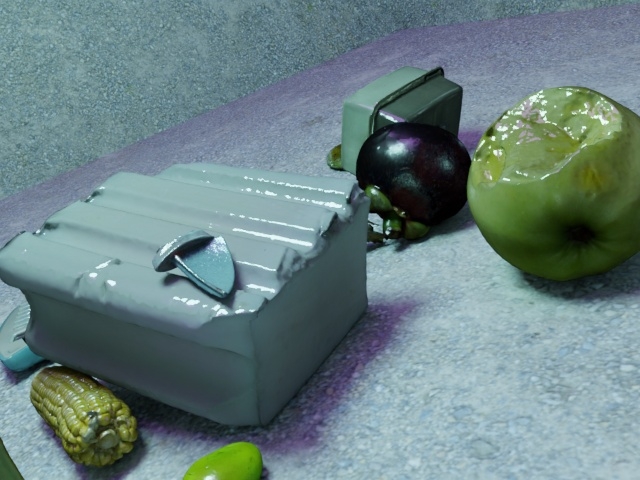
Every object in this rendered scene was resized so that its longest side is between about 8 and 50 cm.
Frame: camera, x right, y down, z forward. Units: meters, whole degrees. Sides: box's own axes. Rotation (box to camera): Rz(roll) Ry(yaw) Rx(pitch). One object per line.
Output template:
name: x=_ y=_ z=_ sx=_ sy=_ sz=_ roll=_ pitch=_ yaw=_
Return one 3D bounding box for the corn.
corn: x=-0.345 y=0.239 z=1.038 sx=0.101 sy=0.101 sz=0.292 roll=-32 pitch=22 yaw=-30

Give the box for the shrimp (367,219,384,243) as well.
shrimp: x=0.000 y=0.000 z=1.304 sx=0.249 sy=0.150 sz=0.068 roll=-5 pitch=-9 yaw=-17

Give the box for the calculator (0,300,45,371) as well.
calculator: x=-0.509 y=0.143 z=1.458 sx=0.256 sy=0.054 sz=0.386 roll=-23 pitch=21 yaw=-12

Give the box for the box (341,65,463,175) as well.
box: x=0.181 y=-0.251 z=1.625 sx=0.166 sy=0.220 sz=0.290 roll=26 pitch=44 yaw=31

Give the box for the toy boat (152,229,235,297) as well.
toy boat: x=-0.132 y=0.034 z=0.876 sx=0.096 sy=0.034 sz=0.122 roll=-31 pitch=48 yaw=-32

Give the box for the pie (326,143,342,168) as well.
pie: x=0.103 y=-0.228 z=1.871 sx=0.187 sy=0.041 sz=0.187 roll=-15 pitch=23 yaw=7

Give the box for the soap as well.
soap: x=-0.186 y=0.053 z=1.069 sx=0.435 sy=0.212 sz=0.350 roll=11 pitch=38 yaw=25

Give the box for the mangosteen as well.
mangosteen: x=0.172 y=-0.106 z=1.334 sx=0.216 sy=0.216 sz=0.216 roll=-16 pitch=22 yaw=7

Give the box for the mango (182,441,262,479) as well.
mango: x=-0.107 y=0.266 z=0.828 sx=0.073 sy=0.056 sz=0.108 roll=2 pitch=26 yaw=30

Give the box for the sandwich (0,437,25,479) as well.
sandwich: x=-0.508 y=0.301 z=0.875 sx=0.228 sy=0.198 sz=0.155 roll=-18 pitch=22 yaw=1

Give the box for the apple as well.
apple: x=0.340 y=-0.073 z=1.033 sx=0.279 sy=0.279 sz=0.279 roll=-16 pitch=22 yaw=7
